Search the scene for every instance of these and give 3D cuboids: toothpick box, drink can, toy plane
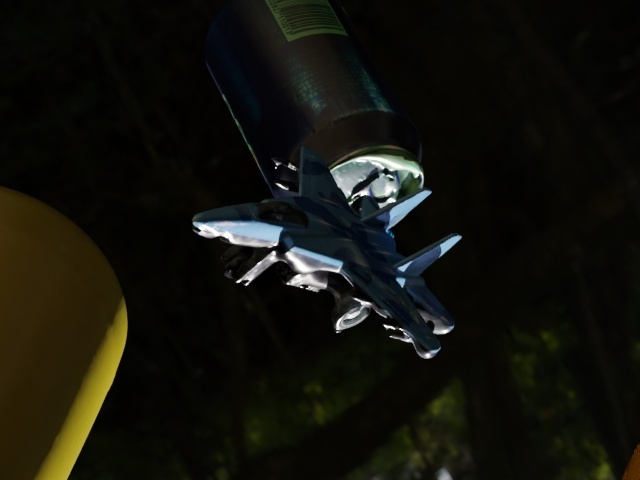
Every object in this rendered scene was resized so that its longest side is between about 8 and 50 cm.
[{"bbox_3d":[-0.221,0.108,1.011,0.175,0.175,0.271,-18,-149,25],"label":"toothpick box"},{"bbox_3d":[-0.005,-0.099,1.368,0.118,0.118,0.205,-29,-129,4],"label":"drink can"},{"bbox_3d":[-0.005,0.005,1.133,0.246,0.169,0.078,0,141,-51],"label":"toy plane"}]

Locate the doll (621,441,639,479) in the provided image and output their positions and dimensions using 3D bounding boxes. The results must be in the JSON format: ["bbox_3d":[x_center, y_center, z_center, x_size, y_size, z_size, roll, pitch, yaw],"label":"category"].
[{"bbox_3d":[0.284,0.188,1.063,0.213,0.236,0.213,-17,-154,9],"label":"doll"}]
